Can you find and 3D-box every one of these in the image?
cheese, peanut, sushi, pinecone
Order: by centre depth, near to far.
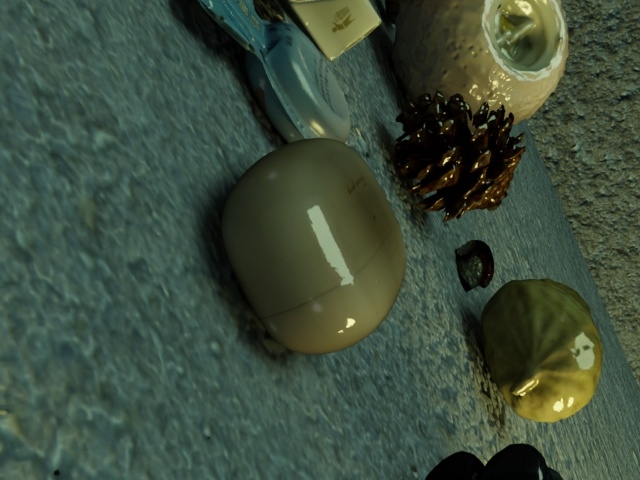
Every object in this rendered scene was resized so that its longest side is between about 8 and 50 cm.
[{"bbox_3d":[-0.036,-0.152,0.810,0.244,0.052,0.135,49,23,-38],"label":"cheese"},{"bbox_3d":[0.165,-0.109,1.141,0.173,0.174,0.173,52,24,-34],"label":"pinecone"},{"bbox_3d":[0.277,0.116,1.172,0.291,0.143,0.159,-38,113,-72],"label":"peanut"},{"bbox_3d":[0.212,0.034,1.242,0.044,0.046,0.083,53,23,-34],"label":"sushi"}]

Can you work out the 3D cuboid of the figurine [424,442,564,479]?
[{"bbox_3d":[0.215,0.301,0.748,0.204,0.185,0.332,-32,98,-47],"label":"figurine"}]

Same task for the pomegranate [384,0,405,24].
[{"bbox_3d":[0.140,-0.466,1.459,0.202,0.202,0.247,-23,115,-71],"label":"pomegranate"}]

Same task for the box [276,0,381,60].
[{"bbox_3d":[-0.049,-0.295,0.851,0.243,0.067,0.155,52,5,-33],"label":"box"}]

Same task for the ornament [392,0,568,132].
[{"bbox_3d":[0.226,-0.286,1.358,0.259,0.225,0.259,2,85,-29],"label":"ornament"}]

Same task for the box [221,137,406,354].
[{"bbox_3d":[0.000,0.000,0.668,0.146,0.088,0.200,62,21,-6],"label":"box"}]
